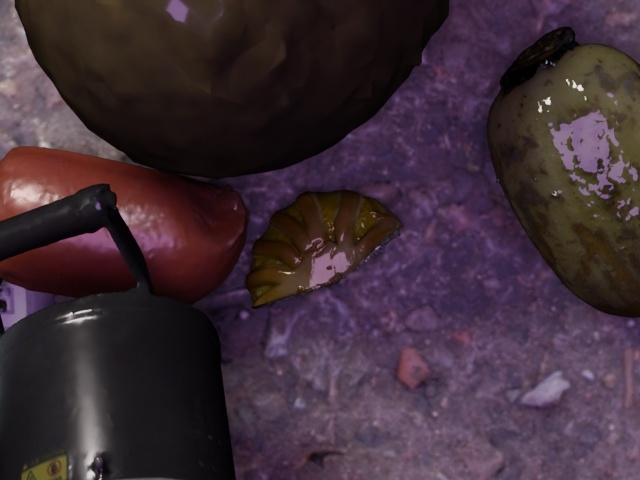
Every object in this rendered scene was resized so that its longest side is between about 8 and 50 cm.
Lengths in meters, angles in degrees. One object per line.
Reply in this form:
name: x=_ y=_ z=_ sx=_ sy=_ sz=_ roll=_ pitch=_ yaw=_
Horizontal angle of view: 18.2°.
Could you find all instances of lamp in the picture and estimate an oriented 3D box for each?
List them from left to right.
lamp: x=-0.179 y=0.183 z=1.714 sx=0.205 sy=0.272 sz=0.374 roll=-20 pitch=127 yaw=13

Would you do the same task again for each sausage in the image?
sausage: x=-0.196 y=-0.009 z=1.820 sx=0.254 sy=0.148 sz=0.148 roll=14 pitch=95 yaw=-3

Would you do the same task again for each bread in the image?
bread: x=0.000 y=0.000 z=1.859 sx=0.157 sy=0.083 sz=0.094 roll=-15 pitch=84 yaw=2

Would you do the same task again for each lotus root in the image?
lotus root: x=0.270 y=-0.043 z=1.820 sx=0.173 sy=0.173 sz=0.309 roll=-32 pitch=102 yaw=2

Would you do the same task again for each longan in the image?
longan: x=-0.071 y=-0.243 z=1.681 sx=0.391 sy=0.391 sz=0.391 roll=0 pitch=96 yaw=-1

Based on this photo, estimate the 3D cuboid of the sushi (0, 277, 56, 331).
sushi: x=-0.417 y=0.054 z=1.869 sx=0.290 sy=0.050 sz=0.264 roll=-27 pitch=95 yaw=3
